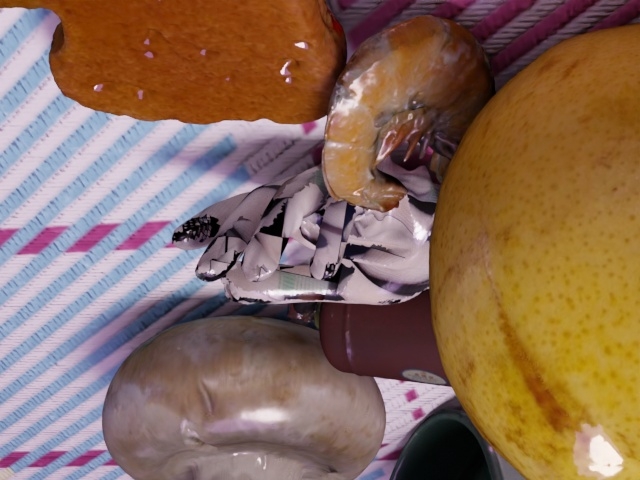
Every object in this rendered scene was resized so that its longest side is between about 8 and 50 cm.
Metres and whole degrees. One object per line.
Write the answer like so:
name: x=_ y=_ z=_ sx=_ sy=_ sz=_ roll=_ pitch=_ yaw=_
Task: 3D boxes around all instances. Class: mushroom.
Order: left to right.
mushroom: x=-0.066 y=0.185 z=1.426 sx=0.243 sy=0.243 sz=0.243 roll=3 pitch=151 yaw=2

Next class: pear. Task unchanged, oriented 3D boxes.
pear: x=0.212 y=0.022 z=1.015 sx=0.314 sy=0.314 sz=0.314 roll=3 pitch=151 yaw=2

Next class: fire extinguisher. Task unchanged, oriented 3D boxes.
fire extinguisher: x=0.120 y=0.066 z=1.299 sx=0.341 sy=0.105 sz=0.141 roll=6 pitch=168 yaw=23

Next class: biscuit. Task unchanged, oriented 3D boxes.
biscuit: x=-0.129 y=-0.155 z=1.006 sx=0.262 sy=0.052 sz=0.277 roll=-3 pitch=151 yaw=18

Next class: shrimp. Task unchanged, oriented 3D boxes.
shrimp: x=0.056 y=-0.074 z=1.089 sx=0.132 sy=0.052 sz=0.187 roll=-35 pitch=145 yaw=4

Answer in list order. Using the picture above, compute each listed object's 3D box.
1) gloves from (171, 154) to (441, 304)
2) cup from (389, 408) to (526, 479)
gloves: x=0.002 y=-0.009 z=1.198 sx=0.212 sy=0.111 sz=0.127 roll=10 pitch=169 yaw=-15
cup: x=0.265 y=0.359 z=1.546 sx=0.392 sy=0.401 sz=0.310 roll=9 pitch=126 yaw=-17
